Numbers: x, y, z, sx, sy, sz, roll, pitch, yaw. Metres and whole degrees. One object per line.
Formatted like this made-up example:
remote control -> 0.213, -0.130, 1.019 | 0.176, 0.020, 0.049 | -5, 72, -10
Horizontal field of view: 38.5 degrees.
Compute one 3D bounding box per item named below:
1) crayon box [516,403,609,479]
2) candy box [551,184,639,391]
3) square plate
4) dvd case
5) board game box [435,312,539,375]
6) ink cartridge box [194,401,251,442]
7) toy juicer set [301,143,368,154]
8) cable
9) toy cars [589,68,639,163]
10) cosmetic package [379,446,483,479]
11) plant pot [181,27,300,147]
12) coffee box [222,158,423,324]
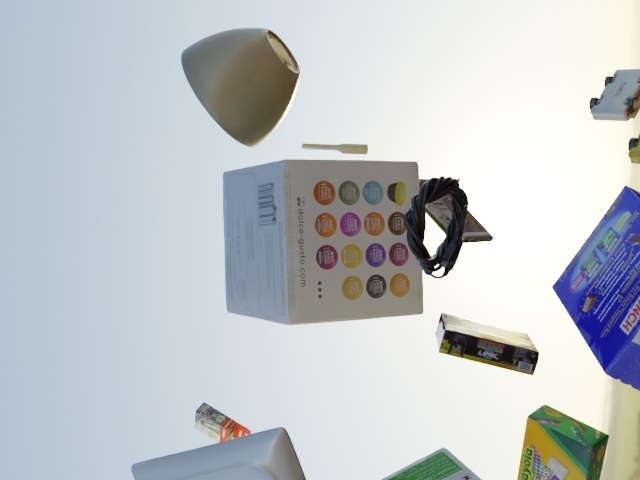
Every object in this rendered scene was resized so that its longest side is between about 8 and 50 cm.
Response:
crayon box -> 0.541, 0.533, 2.082 | 0.081, 0.165, 0.278 | -20, -57, -42
candy box -> 0.599, 0.085, 1.732 | 0.268, 0.122, 0.317 | -59, 16, 22
square plate -> -0.161, 0.549, 1.733 | 0.049, 0.344, 0.347 | -44, -65, -69
dvd case -> 0.307, -0.075, 2.231 | 0.165, 0.221, 0.018 | -2, -44, -47
board game box -> 0.298, 0.185, 1.655 | 0.141, 0.170, 0.048 | -66, -10, -80
ink cartridge box -> -0.193, 0.372, 1.804 | 0.029, 0.115, 0.062 | -47, -22, -41
toy juicer set -> 0.086, -0.167, 2.609 | 0.329, 0.209, 0.089 | 68, -166, -52
cable -> 0.201, -0.036, 1.593 | 0.150, 0.047, 0.184 | 41, -117, -37
toy cars -> 0.704, -0.258, 2.011 | 0.393, 0.177, 0.087 | -103, -7, -56
cosmetic package -> 0.229, 0.515, 1.541 | 0.155, 0.197, 0.365 | 69, 166, -14
plant pot -> -0.160, -0.387, 2.152 | 0.284, 0.191, 0.284 | 48, -159, -25
coffee box -> 0.000, 0.000, 2.038 | 0.338, 0.335, 0.337 | -2, 90, 63
